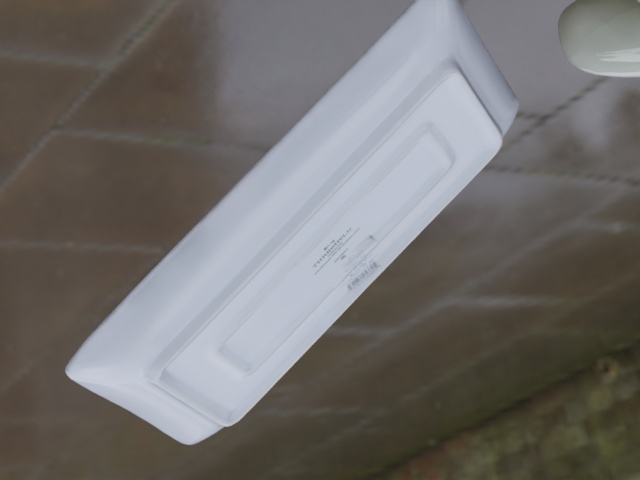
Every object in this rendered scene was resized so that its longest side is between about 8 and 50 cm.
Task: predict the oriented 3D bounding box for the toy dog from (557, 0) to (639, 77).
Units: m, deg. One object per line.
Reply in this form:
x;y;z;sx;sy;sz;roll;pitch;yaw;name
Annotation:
0.303;-0.320;1.133;0.395;0.284;0.408;18;160;29;toy dog

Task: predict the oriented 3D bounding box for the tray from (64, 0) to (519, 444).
0.000;0.000;0.823;0.270;0.030;0.145;-46;149;0;tray
